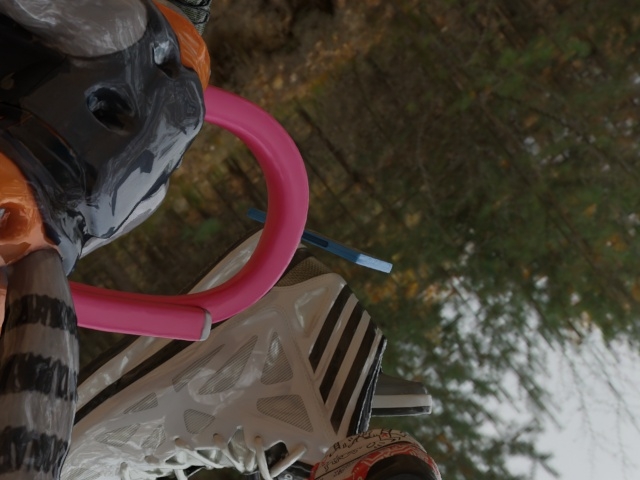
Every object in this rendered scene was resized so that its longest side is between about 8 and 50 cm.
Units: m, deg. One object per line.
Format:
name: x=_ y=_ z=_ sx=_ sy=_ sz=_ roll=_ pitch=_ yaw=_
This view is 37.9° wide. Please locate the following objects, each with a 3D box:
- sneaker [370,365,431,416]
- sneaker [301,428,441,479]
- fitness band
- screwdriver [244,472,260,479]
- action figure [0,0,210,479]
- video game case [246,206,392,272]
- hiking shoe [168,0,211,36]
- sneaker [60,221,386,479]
sneaker: x=0.014 y=0.130 z=1.208 sx=0.295 sy=0.178 sz=0.124 roll=2 pitch=173 yaw=32
sneaker: x=-0.015 y=0.261 z=0.805 sx=0.270 sy=0.090 sz=0.145 roll=-34 pitch=-177 yaw=4
fitness band: x=-0.144 y=-0.031 z=0.740 sx=0.054 sy=0.291 sz=0.209 roll=26 pitch=-78 yaw=60
screwdriver: x=-0.117 y=0.306 z=1.427 sx=0.024 sy=0.170 sz=0.025 roll=-12 pitch=-176 yaw=-1
action figure: x=-0.139 y=0.007 z=0.466 sx=0.341 sy=0.178 sz=0.330 roll=90 pitch=17 yaw=-53
video game case: x=0.000 y=0.000 z=1.205 sx=0.119 sy=0.166 sz=0.015 roll=17 pitch=95 yaw=-65
hiking shoe: x=-0.135 y=-0.282 z=0.951 sx=0.114 sy=0.086 sz=0.227 roll=17 pitch=-86 yaw=67
sneaker: x=-0.114 y=0.209 z=0.959 sx=0.447 sy=0.257 sz=0.169 roll=-44 pitch=162 yaw=-6
